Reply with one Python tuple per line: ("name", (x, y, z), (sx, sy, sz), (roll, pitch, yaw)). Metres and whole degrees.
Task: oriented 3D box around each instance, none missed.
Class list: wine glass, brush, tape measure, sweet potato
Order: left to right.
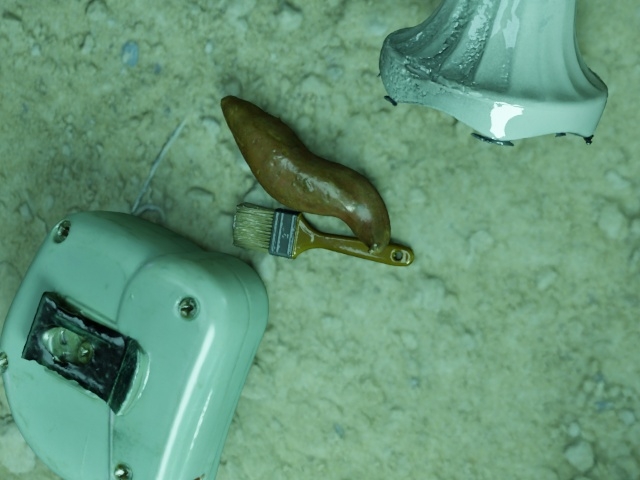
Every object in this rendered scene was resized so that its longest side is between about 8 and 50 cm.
("tape measure", (-0.174, 0.110, 0.707), (0.246, 0.125, 0.243), (22, 99, 20))
("sweet potato", (-0.018, -0.057, 0.678), (0.202, 0.055, 0.058), (38, 132, 16))
("brush", (0.000, 0.000, 0.692), (0.170, 0.014, 0.043), (11, 97, 22))
("wine glass", (0.134, -0.181, 0.527), (0.165, 0.165, 0.196), (24, 120, 21))
